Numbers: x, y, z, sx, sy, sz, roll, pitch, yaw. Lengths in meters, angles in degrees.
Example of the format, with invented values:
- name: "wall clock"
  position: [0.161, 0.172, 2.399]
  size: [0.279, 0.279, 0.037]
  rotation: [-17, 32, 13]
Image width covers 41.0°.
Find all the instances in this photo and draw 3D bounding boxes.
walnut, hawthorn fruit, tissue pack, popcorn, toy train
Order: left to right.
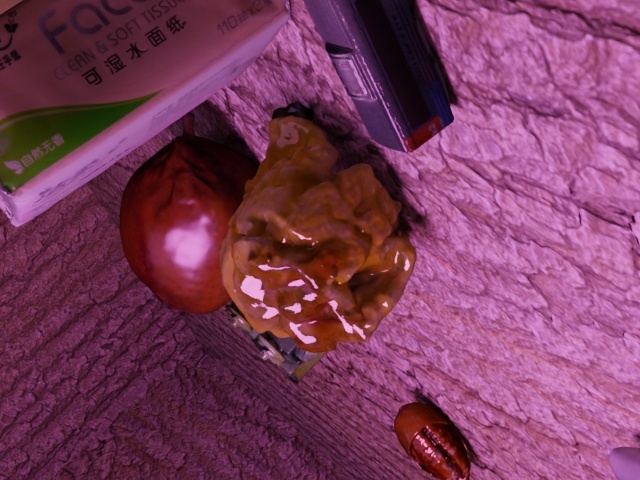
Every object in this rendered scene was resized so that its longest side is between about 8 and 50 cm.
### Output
- name: "tissue pack"
  position: [-0.279, -0.217, 1.097]
  size: [0.205, 0.405, 0.332]
  rotation: [54, 163, -6]
- name: "hawthorn fruit"
  position: [-0.213, -0.033, 1.545]
  size: [0.308, 0.308, 0.325]
  rotation: [48, 153, 5]
- name: "toy train"
  position: [-0.100, 0.195, 1.981]
  size: [0.272, 0.159, 0.188]
  rotation: [39, 170, 29]
- name: "popcorn"
  position: [-0.002, 0.006, 1.167]
  size: [0.293, 0.237, 0.293]
  rotation: [7, 122, 11]
- name: "toy train"
  position: [0.011, -0.266, 0.810]
  size: [0.086, 0.089, 0.409]
  rotation: [33, 158, 55]
- name: "walnut"
  position: [0.227, 0.406, 1.691]
  size: [0.207, 0.116, 0.116]
  rotation: [51, 163, -6]

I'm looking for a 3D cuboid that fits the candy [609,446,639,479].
- name: "candy"
  position: [0.441, 0.331, 1.050]
  size: [0.174, 0.071, 0.138]
  rotation: [54, 162, -21]

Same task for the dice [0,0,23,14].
- name: "dice"
  position: [-0.608, -0.545, 1.461]
  size: [0.252, 0.254, 0.249]
  rotation: [40, 158, 32]

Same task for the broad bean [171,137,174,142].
- name: "broad bean"
  position: [-0.272, -0.133, 1.863]
  size: [0.098, 0.056, 0.318]
  rotation: [33, 163, 26]
